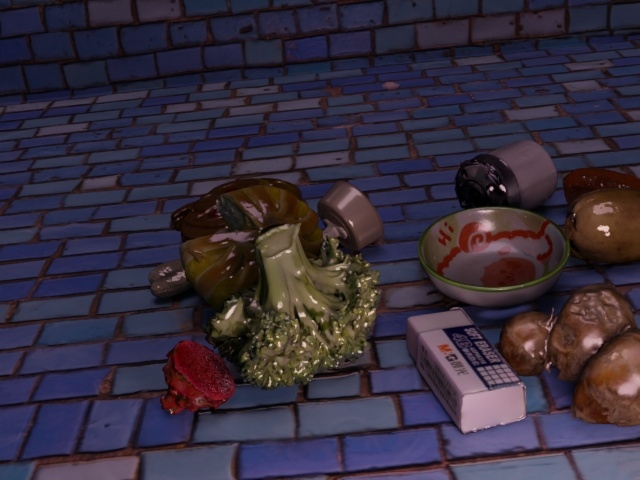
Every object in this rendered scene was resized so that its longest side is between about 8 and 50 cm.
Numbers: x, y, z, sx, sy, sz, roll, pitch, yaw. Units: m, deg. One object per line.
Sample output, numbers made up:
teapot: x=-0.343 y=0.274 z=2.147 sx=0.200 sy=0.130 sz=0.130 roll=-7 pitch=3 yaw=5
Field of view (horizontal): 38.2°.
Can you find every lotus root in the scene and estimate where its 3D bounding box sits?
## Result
lotus root: x=0.705 y=-0.038 z=2.100 sx=0.310 sy=0.182 sz=0.182 roll=-4 pitch=26 yaw=-9

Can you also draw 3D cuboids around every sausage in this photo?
sausage: x=0.714 y=-0.111 z=2.281 sx=0.133 sy=0.133 sz=0.258 roll=-24 pitch=30 yaw=-32

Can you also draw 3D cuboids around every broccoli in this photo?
broccoli: x=-0.053 y=0.139 z=1.791 sx=0.338 sy=0.317 sz=0.277 roll=-44 pitch=41 yaw=5

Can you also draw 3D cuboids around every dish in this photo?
dish: x=0.377 y=0.059 z=2.018 sx=0.324 sy=0.124 sz=0.324 roll=-5 pitch=33 yaw=4

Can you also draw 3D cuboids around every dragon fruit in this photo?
dragon fruit: x=-0.249 y=0.272 z=1.748 sx=0.111 sy=0.153 sz=0.153 roll=-43 pitch=19 yaw=18

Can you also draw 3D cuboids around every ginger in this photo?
ginger: x=0.501 y=0.213 z=1.633 sx=0.256 sy=0.176 sz=0.375 roll=-33 pitch=35 yaw=-13

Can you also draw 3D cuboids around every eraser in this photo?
eraser: x=0.264 y=0.234 z=1.717 sx=0.130 sy=0.086 sz=0.287 roll=-9 pitch=26 yaw=-11

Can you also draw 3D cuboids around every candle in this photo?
candle: x=0.503 y=-0.163 z=2.364 sx=0.330 sy=0.187 sz=0.187 roll=-24 pitch=31 yaw=-33

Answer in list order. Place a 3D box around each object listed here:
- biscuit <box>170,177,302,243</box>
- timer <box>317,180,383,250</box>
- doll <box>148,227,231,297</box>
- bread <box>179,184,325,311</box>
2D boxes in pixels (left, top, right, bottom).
biscuit: x=-0.229 y=-0.078 z=2.469 sx=0.351 sy=0.070 sz=0.394 roll=-3 pitch=27 yaw=7
timer: x=0.000 y=0.000 z=2.220 sx=0.266 sy=0.175 sz=0.175 roll=-39 pitch=37 yaw=-19
doll: x=-0.273 y=0.049 z=2.161 sx=0.278 sy=0.149 sz=0.175 roll=-23 pitch=55 yaw=-8
bread: x=-0.131 y=0.021 z=2.023 sx=0.333 sy=0.160 sz=0.332 roll=8 pitch=63 yaw=-16
